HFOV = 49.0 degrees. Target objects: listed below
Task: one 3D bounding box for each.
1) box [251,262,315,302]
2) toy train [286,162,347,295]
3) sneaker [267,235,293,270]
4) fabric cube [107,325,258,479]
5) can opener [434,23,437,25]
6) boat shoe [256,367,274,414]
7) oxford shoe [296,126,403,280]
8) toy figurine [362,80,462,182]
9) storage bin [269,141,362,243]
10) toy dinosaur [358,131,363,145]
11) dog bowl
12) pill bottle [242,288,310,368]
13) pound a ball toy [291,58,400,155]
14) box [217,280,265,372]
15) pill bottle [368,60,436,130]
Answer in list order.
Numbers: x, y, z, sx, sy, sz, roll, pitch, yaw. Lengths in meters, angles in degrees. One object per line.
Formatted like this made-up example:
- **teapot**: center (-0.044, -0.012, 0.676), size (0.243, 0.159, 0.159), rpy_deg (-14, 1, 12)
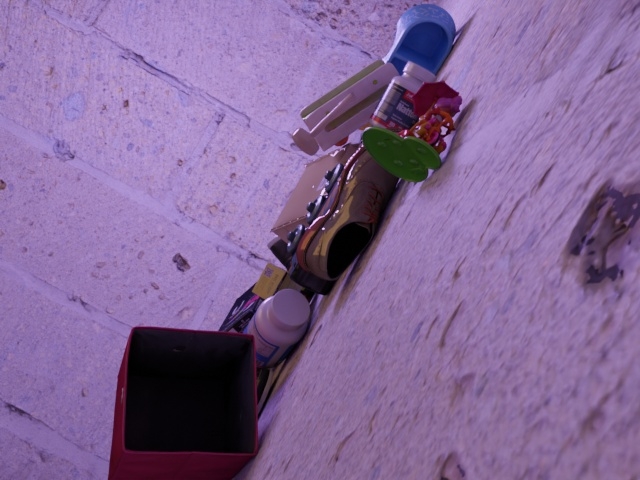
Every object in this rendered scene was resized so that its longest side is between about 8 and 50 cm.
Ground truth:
- **box**: center (-0.083, 0.122, 1.766), size (0.087, 0.058, 0.232), rpy_deg (-62, -25, 0)
- **toy train**: center (0.033, -0.031, 1.615), size (0.333, 0.142, 0.190), rpy_deg (-58, 16, 16)
- **sneaker**: center (0.000, 0.000, 2.110), size (0.296, 0.146, 0.104), rpy_deg (-31, -14, 2)
- **fabric cube**: center (-0.286, 0.348, 1.436), size (0.258, 0.259, 0.254), rpy_deg (124, 147, -52)
- **can opener**: center (0.348, -0.593, 1.985), size (0.186, 0.059, 0.073), rpy_deg (38, -142, -79)
- **boat shoe**: center (-0.228, 0.436, 1.647), size (0.340, 0.113, 0.127), rpy_deg (-61, 3, 1)
- **oxford shoe**: center (0.092, -0.066, 1.405), size (0.348, 0.123, 0.130), rpy_deg (-59, 30, 1)
- **toy figurine**: center (0.177, -0.197, 1.154), size (0.159, 0.130, 0.173), rpy_deg (-52, 23, -15)
- **storage bin**: center (0.020, -0.112, 1.920), size (0.260, 0.123, 0.262), rpy_deg (-18, 38, 54)
- **toy dinosaur**: center (0.216, -0.463, 2.609), size (0.322, 0.164, 0.218), rpy_deg (-42, 9, -30)
- **dog bowl**: center (0.254, -0.497, 1.926), size (0.297, 0.166, 0.074), rpy_deg (-58, 15, 33)
- **pill bottle**: center (-0.102, 0.203, 1.636), size (0.221, 0.124, 0.124), rpy_deg (-55, 7, 51)
- **pound a ball toy**: center (0.079, -0.327, 1.833), size (0.319, 0.135, 0.208), rpy_deg (-34, 21, 4)
- **box**: center (-0.161, 0.218, 1.906), size (0.165, 0.143, 0.270), rpy_deg (-40, 11, 20)
- **pill bottle**: center (0.207, -0.347, 1.748), size (0.180, 0.108, 0.108), rpy_deg (-60, 4, 12)
